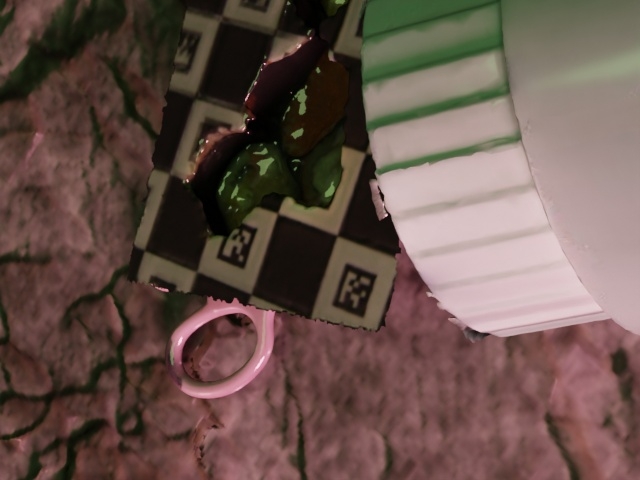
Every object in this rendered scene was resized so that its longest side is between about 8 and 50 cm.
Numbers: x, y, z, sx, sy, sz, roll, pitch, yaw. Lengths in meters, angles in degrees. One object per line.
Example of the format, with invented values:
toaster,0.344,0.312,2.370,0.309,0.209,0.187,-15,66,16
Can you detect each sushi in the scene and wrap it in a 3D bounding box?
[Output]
sushi,0.002,-0.070,0.718,0.139,0.031,0.201,10,86,42

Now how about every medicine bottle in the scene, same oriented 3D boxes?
medicine bottle,0.178,-0.063,0.550,0.318,0.158,0.158,-12,83,29

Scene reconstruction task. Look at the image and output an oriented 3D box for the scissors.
scissors,0.000,0.000,0.733,0.176,0.022,0.085,-25,70,31
